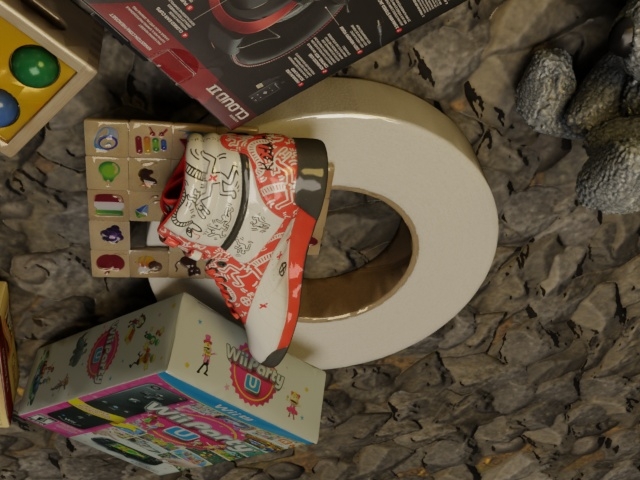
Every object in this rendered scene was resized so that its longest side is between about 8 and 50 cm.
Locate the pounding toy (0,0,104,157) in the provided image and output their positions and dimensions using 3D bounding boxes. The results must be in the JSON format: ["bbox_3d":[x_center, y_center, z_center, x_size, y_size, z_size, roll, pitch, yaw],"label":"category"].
[{"bbox_3d":[-0.328,-0.154,0.734,0.206,0.094,0.181,-37,127,23],"label":"pounding toy"}]

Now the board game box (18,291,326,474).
[{"bbox_3d":[-0.180,0.184,1.006,0.303,0.097,0.224,-23,136,39],"label":"board game box"}]

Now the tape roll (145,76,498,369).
[{"bbox_3d":[0.000,0.000,0.943,0.392,0.072,0.392,-4,134,-4],"label":"tape roll"}]

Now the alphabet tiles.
[{"bbox_3d":[-0.110,-0.033,0.842,0.237,0.009,0.198,2,132,-10],"label":"alphabet tiles"}]

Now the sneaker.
[{"bbox_3d":[-0.087,0.012,0.822,0.145,0.090,0.270,5,128,-11],"label":"sneaker"}]

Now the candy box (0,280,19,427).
[{"bbox_3d":[-0.523,0.131,0.973,0.316,0.087,0.183,2,132,-11],"label":"candy box"}]

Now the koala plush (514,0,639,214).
[{"bbox_3d":[0.318,-0.169,0.764,0.203,0.196,0.221,-10,136,-15],"label":"koala plush"}]

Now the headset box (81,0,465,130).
[{"bbox_3d":[-0.041,-0.225,0.663,0.293,0.110,0.218,-27,150,16],"label":"headset box"}]
